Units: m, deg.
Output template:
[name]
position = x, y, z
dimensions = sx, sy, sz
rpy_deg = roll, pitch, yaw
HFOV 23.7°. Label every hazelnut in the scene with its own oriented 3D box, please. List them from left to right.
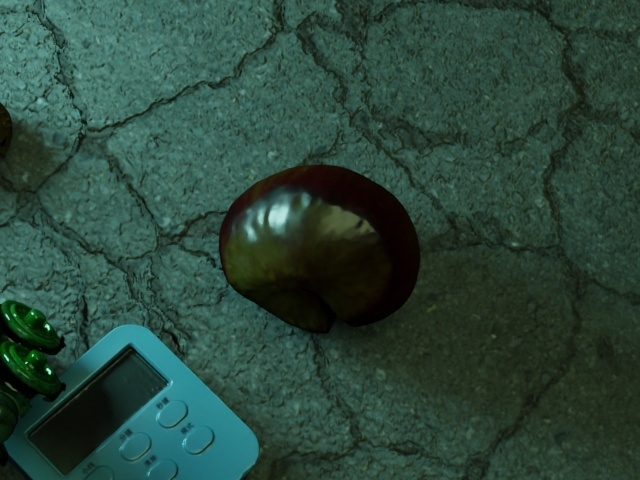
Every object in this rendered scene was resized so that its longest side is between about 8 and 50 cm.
[hazelnut]
position = 0.000, 0.000, 1.886
dimensions = 0.251, 0.217, 0.217
rpy_deg = 5, 71, 14

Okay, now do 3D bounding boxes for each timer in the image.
[timer]
position = -0.228, 0.244, 1.820
dimensions = 0.250, 0.091, 0.232
rpy_deg = 45, 71, 7

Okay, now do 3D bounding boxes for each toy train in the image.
[toy train]
position = -0.402, 0.133, 1.726
dimensions = 0.202, 0.266, 0.145
rpy_deg = 37, 101, -23

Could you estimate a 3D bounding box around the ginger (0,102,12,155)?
[ginger]
position = -0.526, -0.112, 1.855
dimensions = 0.309, 0.107, 0.133
rpy_deg = -28, 104, -19
